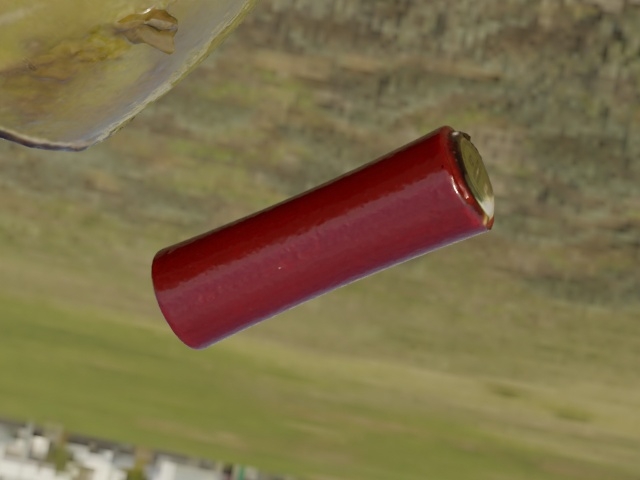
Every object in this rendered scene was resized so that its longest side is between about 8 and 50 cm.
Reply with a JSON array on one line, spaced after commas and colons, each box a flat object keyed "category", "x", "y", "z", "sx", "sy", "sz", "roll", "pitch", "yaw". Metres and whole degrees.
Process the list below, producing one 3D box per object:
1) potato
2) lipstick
[{"category": "potato", "x": -0.156, "y": -0.322, "z": 1.335, "sx": 0.385, "sy": 0.442, "sz": 0.319, "roll": 40, "pitch": 128, "yaw": -24}, {"category": "lipstick", "x": 0.000, "y": 0.000, "z": 1.284, "sx": 0.241, "sy": 0.080, "sz": 0.080, "roll": -23, "pitch": 158, "yaw": 20}]
